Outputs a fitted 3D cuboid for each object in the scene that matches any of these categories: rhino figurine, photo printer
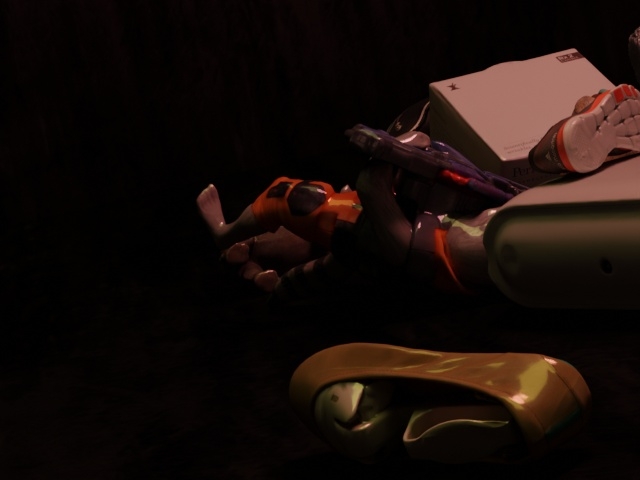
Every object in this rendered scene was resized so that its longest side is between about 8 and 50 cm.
[{"bbox_3d":[0.000,0.000,2.032,0.243,0.073,0.106,-13,10,-15],"label":"rhino figurine"},{"bbox_3d":[0.304,-0.016,1.495,0.256,0.107,0.307,-17,9,-34],"label":"photo printer"}]

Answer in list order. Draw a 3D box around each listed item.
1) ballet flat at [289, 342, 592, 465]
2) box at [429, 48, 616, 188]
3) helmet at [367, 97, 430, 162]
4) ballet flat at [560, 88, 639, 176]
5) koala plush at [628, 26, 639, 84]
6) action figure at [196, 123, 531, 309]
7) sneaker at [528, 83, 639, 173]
[{"bbox_3d":[0.055,0.106,1.129,0.232,0.080,0.073,-8,23,41],"label":"ballet flat"},{"bbox_3d":[0.233,-0.101,1.962,0.181,0.119,0.182,-15,37,-16],"label":"box"},{"bbox_3d":[0.146,-0.092,2.121,0.169,0.169,0.161,-4,29,50],"label":"helmet"},{"bbox_3d":[0.290,-0.058,1.768,0.107,0.106,0.316,34,2,29],"label":"ballet flat"},{"bbox_3d":[0.466,-0.146,1.958,0.221,0.196,0.203,-9,14,-2],"label":"koala plush"},{"bbox_3d":[0.094,0.002,1.758,0.341,0.179,0.330,17,-7,-40],"label":"action figure"},{"bbox_3d":[0.229,-0.093,1.565,0.065,0.061,0.158,-15,3,40],"label":"sneaker"}]
